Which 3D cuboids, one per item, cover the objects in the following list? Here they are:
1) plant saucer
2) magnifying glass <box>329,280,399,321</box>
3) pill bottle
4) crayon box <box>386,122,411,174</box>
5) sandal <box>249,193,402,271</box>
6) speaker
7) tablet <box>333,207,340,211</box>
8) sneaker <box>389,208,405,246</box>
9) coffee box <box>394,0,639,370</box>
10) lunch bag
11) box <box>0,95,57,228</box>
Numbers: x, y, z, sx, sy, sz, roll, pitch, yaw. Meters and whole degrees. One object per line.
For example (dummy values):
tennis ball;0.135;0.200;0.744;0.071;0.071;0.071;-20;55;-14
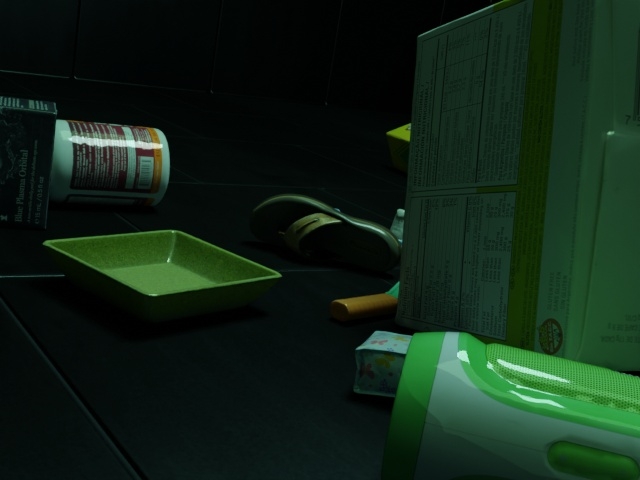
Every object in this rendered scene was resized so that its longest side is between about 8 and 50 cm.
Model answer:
plant saucer;-0.171;0.040;0.977;0.188;0.045;0.188;21;18;38
magnifying glass;0.098;0.071;1.078;0.092;0.026;0.231;21;19;40
pill bottle;-0.343;-0.113;1.325;0.221;0.121;0.121;2;15;-30
crayon box;0.383;-0.239;2.087;0.363;0.106;0.313;-23;23;-15
sandal;0.000;0.000;1.227;0.219;0.090;0.060;20;38;14
speaker;0.197;0.148;0.617;0.296;0.131;0.131;12;14;10
tablet;0.011;-0.046;1.535;0.054;0.006;0.083;7;14;-9
sneaker;0.169;-0.024;1.394;0.071;0.083;0.191;16;14;32
coffee box;0.305;-0.054;0.934;0.338;0.338;0.334;4;-1;-21
lunch bag;0.078;0.116;0.822;0.083;0.053;0.071;3;9;16
box;-0.425;-0.104;1.157;0.158;0.156;0.093;4;15;-19
